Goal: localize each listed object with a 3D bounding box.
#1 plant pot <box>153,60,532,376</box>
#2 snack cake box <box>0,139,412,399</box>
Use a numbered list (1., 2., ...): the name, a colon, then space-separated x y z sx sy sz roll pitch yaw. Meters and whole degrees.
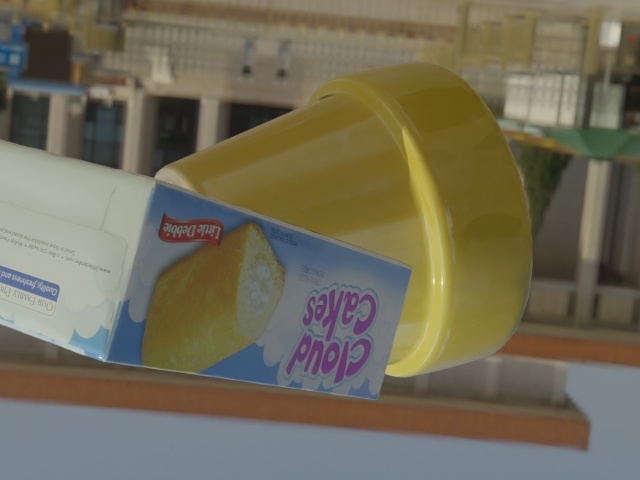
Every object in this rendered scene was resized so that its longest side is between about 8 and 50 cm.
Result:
1. plant pot: 0.000 0.000 1.082 0.239 0.254 0.254 -14 -165 -24
2. snack cake box: -0.080 0.018 0.747 0.152 0.089 0.264 14 178 32
